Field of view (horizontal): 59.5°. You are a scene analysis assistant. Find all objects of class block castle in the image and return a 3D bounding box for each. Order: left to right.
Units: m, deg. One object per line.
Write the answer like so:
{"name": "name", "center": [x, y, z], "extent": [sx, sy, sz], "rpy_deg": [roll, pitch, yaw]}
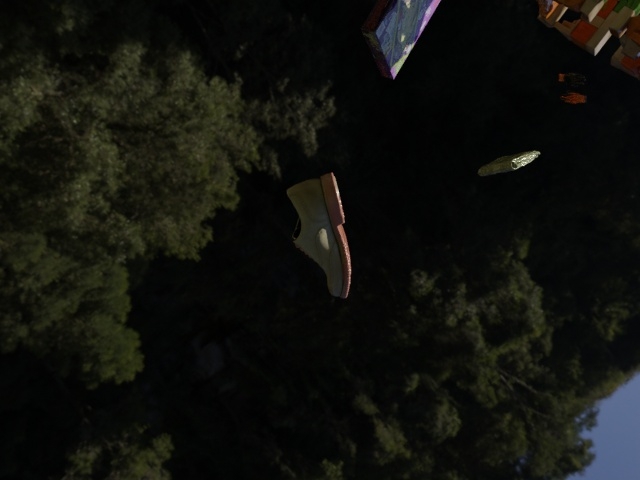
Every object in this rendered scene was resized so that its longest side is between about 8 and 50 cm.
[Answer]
{"name": "block castle", "center": [0.765, -0.583, 1.384], "extent": [0.212, 0.453, 0.303], "rpy_deg": [-55, 155, 15]}

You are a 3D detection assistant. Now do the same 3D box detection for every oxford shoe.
{"name": "oxford shoe", "center": [0.000, 0.000, 1.556], "extent": [0.147, 0.396, 0.140], "rpy_deg": [-11, -149, 0]}

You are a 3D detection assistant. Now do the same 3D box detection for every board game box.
{"name": "board game box", "center": [0.235, -0.622, 1.457], "extent": [0.346, 0.056, 0.208], "rpy_deg": [-60, 149, -6]}

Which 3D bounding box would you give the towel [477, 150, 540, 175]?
{"name": "towel", "center": [0.471, -0.196, 1.407], "extent": [0.148, 0.027, 0.110], "rpy_deg": [-27, -168, -40]}

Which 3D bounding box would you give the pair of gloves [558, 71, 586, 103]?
{"name": "pair of gloves", "center": [0.648, -0.392, 1.442], "extent": [0.010, 0.083, 0.074], "rpy_deg": [-32, -148, -26]}
